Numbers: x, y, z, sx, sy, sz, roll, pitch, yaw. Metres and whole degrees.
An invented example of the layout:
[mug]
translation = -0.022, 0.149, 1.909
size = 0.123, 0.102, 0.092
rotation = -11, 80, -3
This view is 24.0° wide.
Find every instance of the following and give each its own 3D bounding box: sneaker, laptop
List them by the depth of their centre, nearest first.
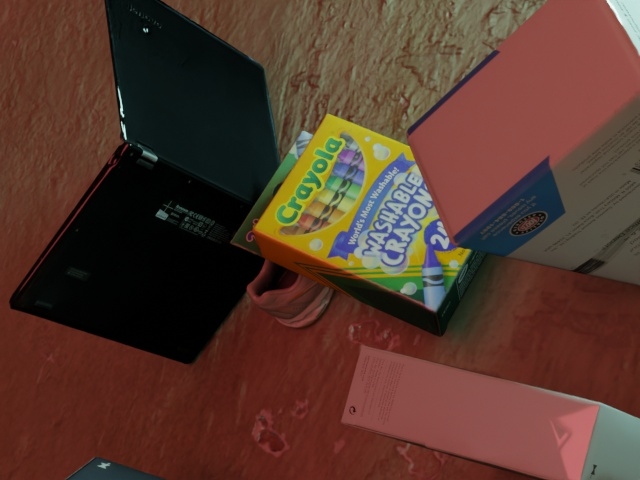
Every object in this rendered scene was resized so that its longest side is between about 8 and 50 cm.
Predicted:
[sneaker]
translation = 0.000, 0.000, 2.051
size = 0.099, 0.121, 0.262
rotation = 36, 96, 35
[laptop]
translation = -0.236, -0.088, 2.071
size = 0.236, 0.382, 0.408
rotation = 42, 100, 35

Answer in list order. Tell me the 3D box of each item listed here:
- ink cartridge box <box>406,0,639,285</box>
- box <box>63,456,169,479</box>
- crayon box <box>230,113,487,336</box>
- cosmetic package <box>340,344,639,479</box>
[ink cartridge box]
translation = 0.339, -0.106, 1.669
size = 0.285, 0.395, 0.166
rotation = -42, 54, 32
[box]
translation = -0.217, 0.472, 1.900
size = 0.296, 0.183, 0.294
rotation = 15, 106, 16
[crayon box]
translation = 0.058, -0.033, 1.963
size = 0.323, 0.083, 0.203
rotation = 23, 68, 21
[cosmetic package]
translation = 0.243, 0.219, 1.667
size = 0.284, 0.377, 0.097
rotation = 14, 84, 34
